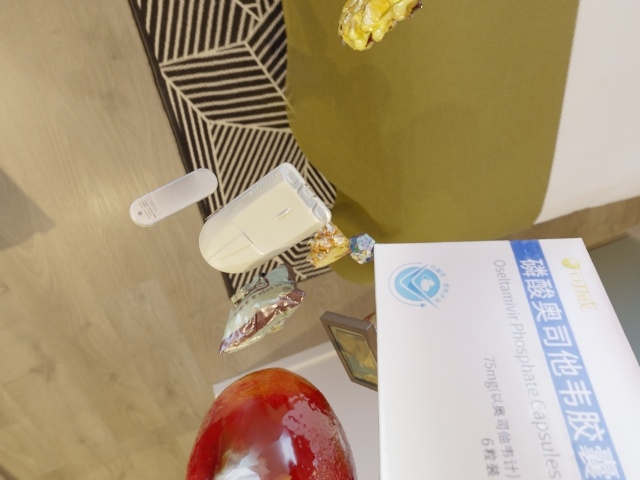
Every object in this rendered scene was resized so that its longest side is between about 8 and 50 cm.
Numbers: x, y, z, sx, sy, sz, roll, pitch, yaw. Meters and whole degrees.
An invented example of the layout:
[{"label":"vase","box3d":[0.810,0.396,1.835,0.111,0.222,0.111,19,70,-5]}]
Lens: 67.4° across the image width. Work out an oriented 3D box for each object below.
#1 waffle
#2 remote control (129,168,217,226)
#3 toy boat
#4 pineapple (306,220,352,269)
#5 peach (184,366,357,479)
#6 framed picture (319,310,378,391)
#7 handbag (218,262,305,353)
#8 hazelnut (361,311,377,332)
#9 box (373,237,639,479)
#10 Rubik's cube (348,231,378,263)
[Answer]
[{"label":"waffle","box3d":[0.168,-0.593,1.068,0.095,0.382,0.380,32,111,-22]},{"label":"remote control","box3d":[-0.372,-0.113,1.231,0.245,0.022,0.077,-35,95,-30]},{"label":"toy boat","box3d":[-0.110,-0.035,0.884,0.141,0.141,0.269,30,141,-33]},{"label":"pineapple","box3d":[0.000,0.000,1.504,0.140,0.250,0.164,-33,88,-3]},{"label":"peach","box3d":[-0.081,0.354,0.762,0.281,0.338,0.281,-1,100,-8]},{"label":"framed picture","box3d":[0.076,0.215,0.906,0.023,0.128,0.168,-39,116,-31]},{"label":"handbag","box3d":[-0.135,0.147,1.076,0.213,0.235,0.127,-41,105,0]},{"label":"hazelnut","box3d":[0.176,0.294,1.436,0.143,0.154,0.143,-46,159,-23]},{"label":"box","box3d":[0.143,0.139,0.363,0.200,0.343,0.065,-1,135,7]},{"label":"Rubik's cube","box3d":[0.143,0.025,1.621,0.111,0.093,0.111,-39,138,-46]}]
